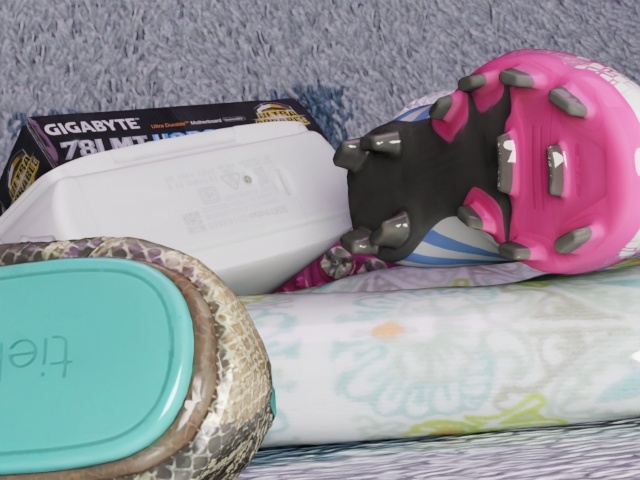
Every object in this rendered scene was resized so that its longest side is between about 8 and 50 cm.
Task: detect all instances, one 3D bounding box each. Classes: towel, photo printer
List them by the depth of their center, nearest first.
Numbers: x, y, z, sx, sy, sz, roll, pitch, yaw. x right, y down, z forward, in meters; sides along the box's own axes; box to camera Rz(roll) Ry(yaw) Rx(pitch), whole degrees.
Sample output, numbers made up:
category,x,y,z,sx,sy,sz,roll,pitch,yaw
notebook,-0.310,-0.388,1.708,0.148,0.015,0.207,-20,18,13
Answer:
category,x,y,z,sx,sy,sz,roll,pitch,yaw
towel,0.068,0.059,1.032,0.320,0.090,0.374,-8,1,12
photo printer,-0.155,0.036,1.221,0.256,0.107,0.307,-14,-16,-44

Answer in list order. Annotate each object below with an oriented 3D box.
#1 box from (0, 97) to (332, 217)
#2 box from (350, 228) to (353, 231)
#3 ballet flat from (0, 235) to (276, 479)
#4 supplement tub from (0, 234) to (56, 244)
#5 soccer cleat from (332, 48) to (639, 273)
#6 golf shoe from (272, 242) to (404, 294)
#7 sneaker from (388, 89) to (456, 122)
category,x,y,z,sx,sy,sz,roll,pitch,yaw
box,-0.170,0.009,1.500,0.293,0.073,0.295,-10,-38,-41
box,0.000,0.000,1.465,0.102,0.087,0.101,10,-29,21
ballet flat,-0.254,0.084,0.798,0.482,0.164,0.182,-1,-20,9
supplement tub,-0.249,0.069,0.986,0.199,0.144,0.144,-7,1,-5
soccer cleat,0.125,-0.043,0.930,0.143,0.116,0.331,-6,1,-22
golf shoe,-0.027,0.058,1.406,0.306,0.115,0.140,-2,-6,28
sneaker,0.198,-0.019,1.308,0.365,0.137,0.210,16,-6,-12
